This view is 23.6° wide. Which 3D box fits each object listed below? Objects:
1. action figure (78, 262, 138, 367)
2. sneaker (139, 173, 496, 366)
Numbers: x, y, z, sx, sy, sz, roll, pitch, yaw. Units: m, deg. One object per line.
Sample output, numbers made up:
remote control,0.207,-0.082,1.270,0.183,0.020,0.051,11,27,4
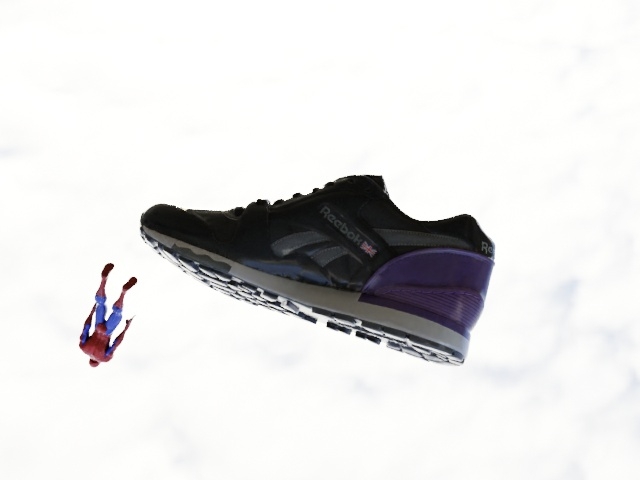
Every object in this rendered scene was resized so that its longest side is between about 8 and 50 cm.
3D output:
action figure,-0.182,0.069,1.301,0.038,0.115,0.030,27,-141,5
sneaker,0.000,0.000,1.218,0.283,0.107,0.124,18,-101,12
